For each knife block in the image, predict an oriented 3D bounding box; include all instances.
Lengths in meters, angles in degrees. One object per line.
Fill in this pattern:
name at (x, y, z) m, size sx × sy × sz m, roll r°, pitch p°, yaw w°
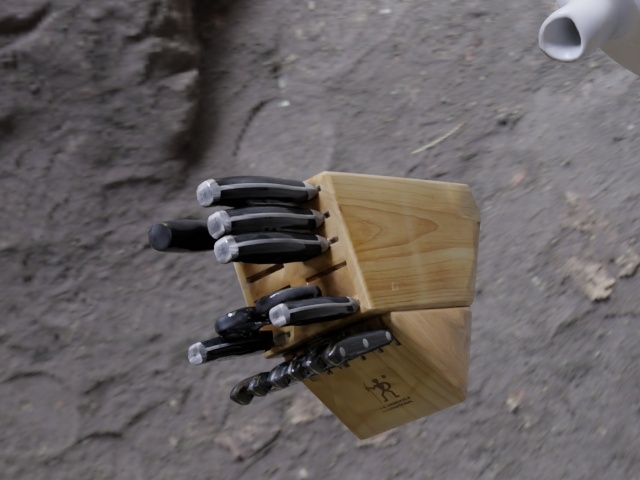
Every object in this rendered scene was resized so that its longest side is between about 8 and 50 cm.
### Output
knife block at (0.000, 0.000, 0.985) m, size 0.088 × 0.276 × 0.242 m, roll -24°, pitch 123°, yaw 28°

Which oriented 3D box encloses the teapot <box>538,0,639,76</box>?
teapot at (0.269, -0.200, 0.912) m, size 0.252 × 0.187 × 0.256 m, roll 17°, pitch 99°, yaw -12°
